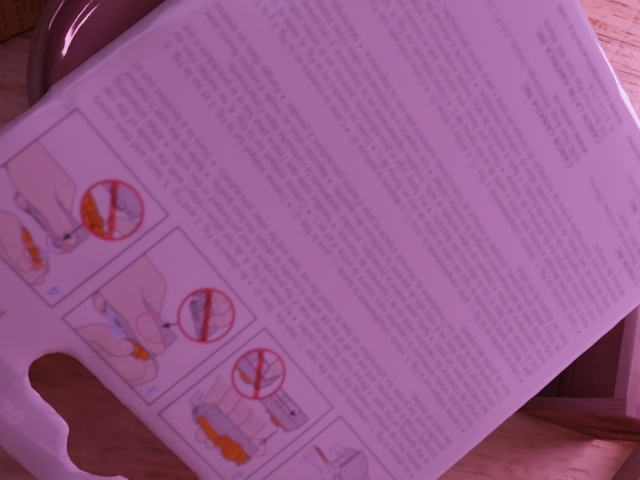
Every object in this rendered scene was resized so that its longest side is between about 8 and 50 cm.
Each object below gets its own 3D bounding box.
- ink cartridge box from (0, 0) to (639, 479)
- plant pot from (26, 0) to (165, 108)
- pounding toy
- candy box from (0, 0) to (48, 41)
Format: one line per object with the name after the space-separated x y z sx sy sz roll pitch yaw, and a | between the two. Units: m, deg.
0.000 0.000 0.391 0.385 0.091 0.308 -39 110 -3 | ink cartridge box
-0.074 -0.088 0.474 0.237 0.110 0.237 3 77 -16 | plant pot
0.231 0.114 0.474 0.094 0.181 0.206 20 73 -11 | pounding toy
-0.224 -0.267 0.484 0.316 0.087 0.183 -35 90 -19 | candy box
